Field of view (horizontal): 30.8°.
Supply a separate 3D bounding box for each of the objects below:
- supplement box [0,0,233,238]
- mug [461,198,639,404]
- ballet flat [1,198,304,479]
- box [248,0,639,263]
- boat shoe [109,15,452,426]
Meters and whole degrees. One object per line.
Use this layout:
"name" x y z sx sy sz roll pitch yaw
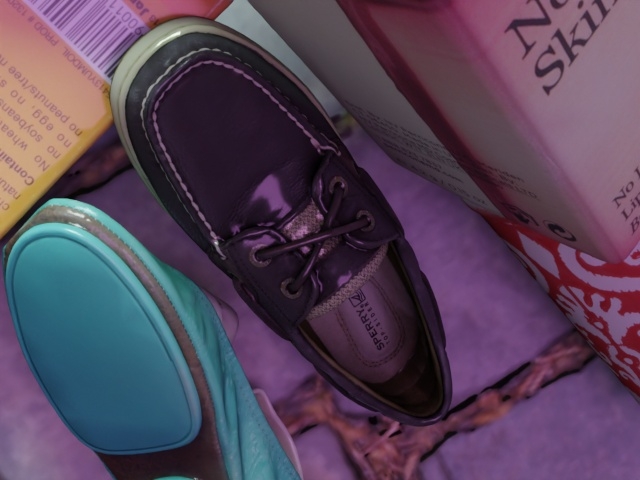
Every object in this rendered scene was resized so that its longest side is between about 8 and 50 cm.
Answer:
"supplement box" -0.145 -0.044 0.471 0.233 0.078 0.080 -44 110 -4
"mug" 0.172 -0.003 0.551 0.150 0.113 0.169 -40 111 -4
"ballet flat" -0.059 0.077 0.516 0.083 0.087 0.247 -11 116 25
"box" 0.059 -0.119 0.399 0.148 0.127 0.232 -55 140 -6
"boat shoe" -0.001 0.001 0.486 0.080 0.073 0.223 -41 130 -6
